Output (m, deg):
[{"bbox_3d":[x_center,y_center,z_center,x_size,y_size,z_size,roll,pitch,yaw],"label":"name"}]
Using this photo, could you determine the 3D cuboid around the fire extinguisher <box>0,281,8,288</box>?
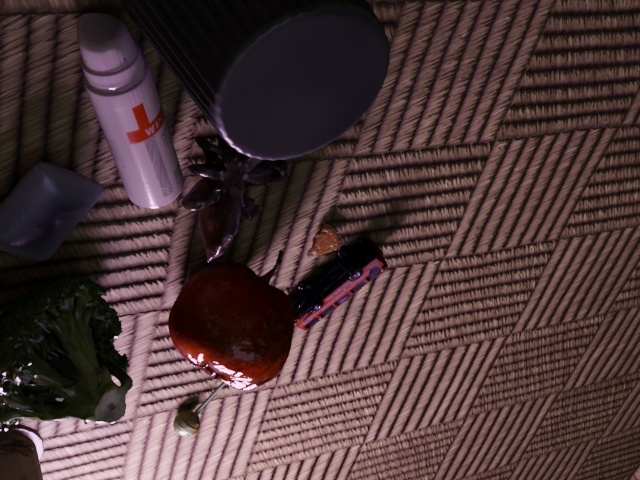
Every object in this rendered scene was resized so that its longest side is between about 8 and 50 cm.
[{"bbox_3d":[-0.620,0.117,1.786,0.252,0.075,0.106,-41,153,-35],"label":"fire extinguisher"}]

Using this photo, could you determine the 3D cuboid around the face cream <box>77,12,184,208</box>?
[{"bbox_3d":[-0.287,-0.193,1.671,0.102,0.102,0.345,-24,144,-11],"label":"face cream"}]

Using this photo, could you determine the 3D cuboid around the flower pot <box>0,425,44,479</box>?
[{"bbox_3d":[-0.610,0.501,2.145,0.212,0.203,0.212,-23,145,-18],"label":"flower pot"}]

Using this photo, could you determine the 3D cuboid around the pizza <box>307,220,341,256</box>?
[{"bbox_3d":[0.000,-0.001,2.156,0.078,0.025,0.083,-34,137,-6],"label":"pizza"}]

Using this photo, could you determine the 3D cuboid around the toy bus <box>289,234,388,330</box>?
[{"bbox_3d":[0.031,0.089,2.250,0.235,0.073,0.096,-38,152,8],"label":"toy bus"}]

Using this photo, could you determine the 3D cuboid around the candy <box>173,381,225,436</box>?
[{"bbox_3d":[-0.238,0.340,2.362,0.202,0.061,0.061,-47,142,6],"label":"candy"}]

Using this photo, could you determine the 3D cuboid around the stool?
[{"bbox_3d":[-0.091,-0.304,1.496,0.297,0.330,0.297,-19,141,-16],"label":"stool"}]

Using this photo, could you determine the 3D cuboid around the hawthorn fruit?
[{"bbox_3d":[-0.145,0.132,2.055,0.272,0.242,0.242,-60,147,-18],"label":"hawthorn fruit"}]

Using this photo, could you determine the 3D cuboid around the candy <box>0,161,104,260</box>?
[{"bbox_3d":[-0.442,-0.046,1.749,0.174,0.071,0.138,-45,142,19],"label":"candy"}]

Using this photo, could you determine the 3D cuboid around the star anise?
[{"bbox_3d":[-0.130,-0.112,1.844,0.257,0.110,0.198,-46,140,-26],"label":"star anise"}]

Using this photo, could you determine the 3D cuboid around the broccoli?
[{"bbox_3d":[-0.443,0.198,1.875,0.308,0.275,0.308,-38,143,-37],"label":"broccoli"}]
